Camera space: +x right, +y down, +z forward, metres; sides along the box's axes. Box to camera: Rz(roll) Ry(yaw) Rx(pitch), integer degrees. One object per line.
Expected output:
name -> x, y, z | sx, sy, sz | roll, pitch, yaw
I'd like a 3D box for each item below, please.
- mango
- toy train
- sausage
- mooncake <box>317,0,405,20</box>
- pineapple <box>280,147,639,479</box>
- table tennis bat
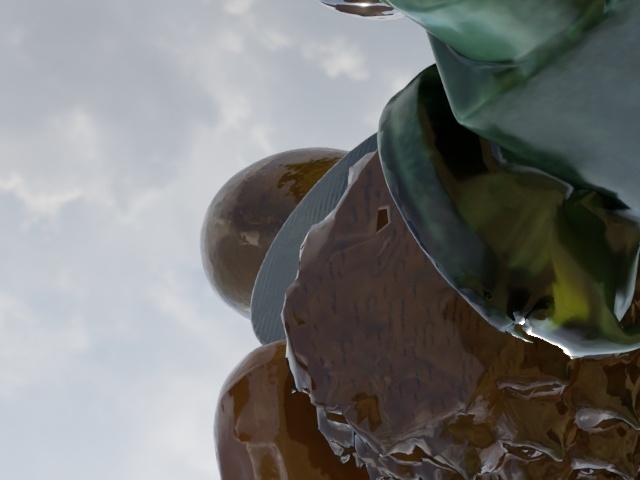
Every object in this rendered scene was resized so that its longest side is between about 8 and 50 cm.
mango -> 0.000, 0.000, 1.545 | 0.264, 0.378, 0.221 | -17, -80, -19
toy train -> 0.170, -0.083, 0.486 | 0.442, 0.179, 0.272 | 21, -136, -40
sausage -> 0.002, 0.173, 0.762 | 0.136, 0.120, 0.241 | -4, -95, -56
mooncake -> 0.035, -0.297, 0.895 | 0.306, 0.306, 0.154 | 50, -154, 11
pineapple -> 0.161, 0.077, 0.707 | 0.357, 0.223, 0.223 | 31, -147, -37
table tennis bat -> 0.064, -0.022, 0.906 | 0.044, 0.329, 0.215 | 38, -136, -24
